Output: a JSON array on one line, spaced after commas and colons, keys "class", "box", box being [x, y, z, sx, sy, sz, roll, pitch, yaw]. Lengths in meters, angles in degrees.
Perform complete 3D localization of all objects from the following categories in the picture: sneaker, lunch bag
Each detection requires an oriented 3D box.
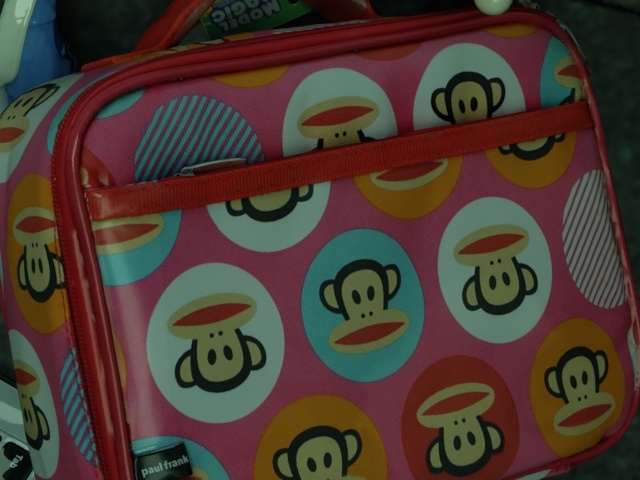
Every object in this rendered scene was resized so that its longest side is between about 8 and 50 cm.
[{"class": "sneaker", "box": [-0.113, -0.062, 0.913, 0.085, 0.058, 0.152, 8, 116, -5]}, {"class": "lunch bag", "box": [0.000, 0.000, 0.865, 0.293, 0.120, 0.258, -13, 95, -33]}]

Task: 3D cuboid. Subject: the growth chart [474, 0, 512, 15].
[{"class": "growth chart", "box": [0.017, -0.210, 0.743, 0.237, 0.021, 0.172, 39, 118, 1]}]

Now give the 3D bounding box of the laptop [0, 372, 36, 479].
[{"class": "laptop", "box": [-0.201, 0.263, 0.892, 0.408, 0.236, 0.382, 33, 87, -19]}]

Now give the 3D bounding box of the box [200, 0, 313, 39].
[{"class": "box", "box": [-0.038, -0.186, 0.882, 0.105, 0.043, 0.179, -23, 112, 1]}]
